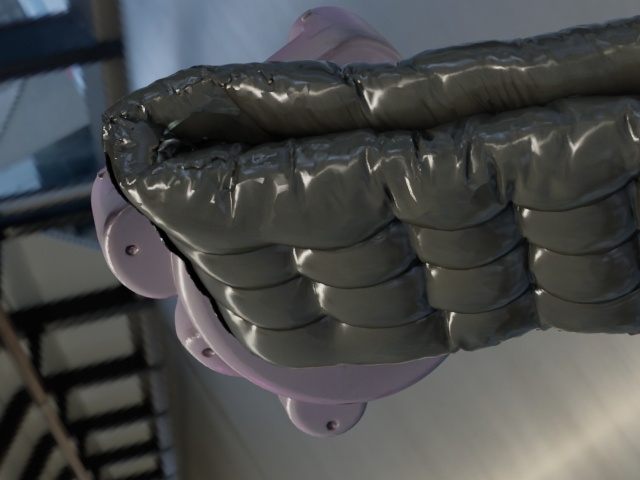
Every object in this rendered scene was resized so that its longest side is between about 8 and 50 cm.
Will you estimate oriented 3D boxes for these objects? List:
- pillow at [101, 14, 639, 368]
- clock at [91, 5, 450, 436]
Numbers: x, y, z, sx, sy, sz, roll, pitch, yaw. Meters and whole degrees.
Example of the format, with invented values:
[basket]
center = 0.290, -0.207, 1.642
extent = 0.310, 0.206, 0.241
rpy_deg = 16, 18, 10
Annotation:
[pillow]
center = 0.083, -0.015, 0.646
extent = 0.228, 0.326, 0.101
rpy_deg = 63, -159, -60
[clock]
center = 0.000, 0.000, 1.124
extent = 0.322, 0.295, 0.113
rpy_deg = 50, -175, -31
